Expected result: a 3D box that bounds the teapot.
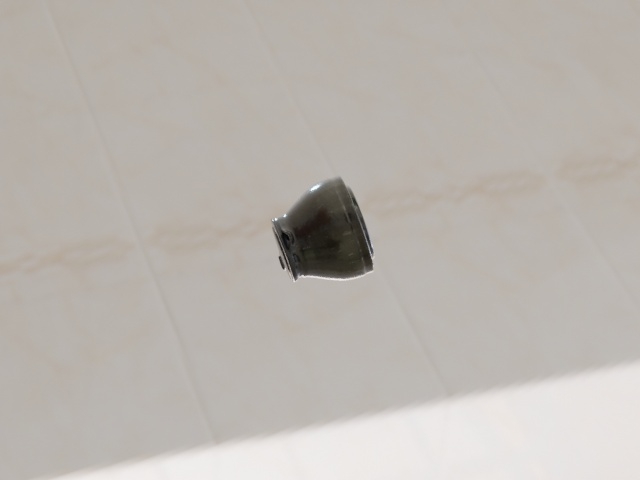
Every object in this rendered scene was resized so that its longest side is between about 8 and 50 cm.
[{"bbox_3d":[0.000,0.000,1.268,0.057,0.066,0.088,-19,-15,-4],"label":"teapot"}]
